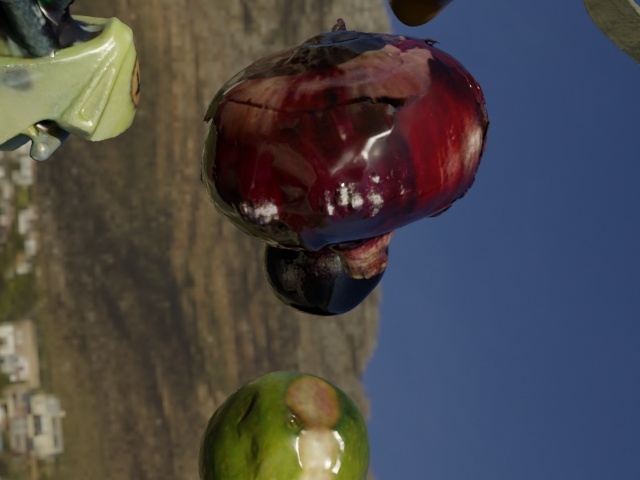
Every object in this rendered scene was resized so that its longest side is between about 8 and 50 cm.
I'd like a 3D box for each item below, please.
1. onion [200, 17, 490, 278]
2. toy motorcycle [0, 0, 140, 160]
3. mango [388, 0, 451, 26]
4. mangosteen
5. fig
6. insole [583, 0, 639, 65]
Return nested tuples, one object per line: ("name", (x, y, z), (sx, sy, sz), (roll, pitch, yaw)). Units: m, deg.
("onion", (0.024, -0.069, 1.231), (0.252, 0.252, 0.219), (28, -43, 65))
("toy motorcycle", (-0.323, -0.118, 1.237), (0.410, 0.237, 0.168), (-36, -153, 22))
("mango", (0.086, -0.222, 1.066), (0.184, 0.085, 0.102), (97, -9, -75))
("mangosteen", (0.000, 0.000, 1.479), (0.137, 0.137, 0.151), (38, -32, 62))
("fig", (-0.048, 0.288, 1.596), (0.206, 0.206, 0.275), (112, -10, -47))
("insole", (0.329, -0.217, 1.512), (0.063, 0.192, 0.010), (-1, -120, 46))
